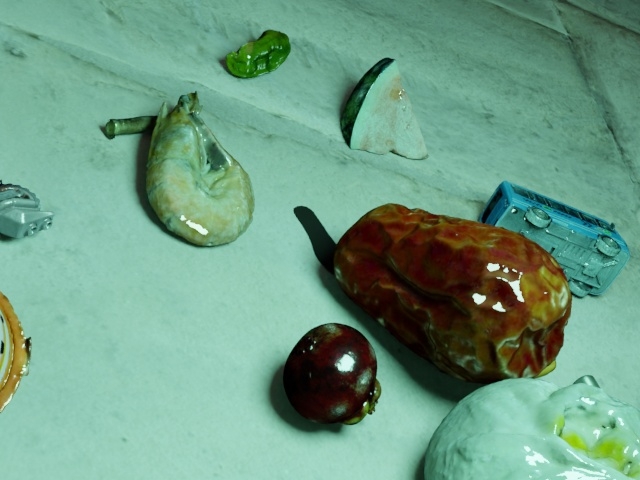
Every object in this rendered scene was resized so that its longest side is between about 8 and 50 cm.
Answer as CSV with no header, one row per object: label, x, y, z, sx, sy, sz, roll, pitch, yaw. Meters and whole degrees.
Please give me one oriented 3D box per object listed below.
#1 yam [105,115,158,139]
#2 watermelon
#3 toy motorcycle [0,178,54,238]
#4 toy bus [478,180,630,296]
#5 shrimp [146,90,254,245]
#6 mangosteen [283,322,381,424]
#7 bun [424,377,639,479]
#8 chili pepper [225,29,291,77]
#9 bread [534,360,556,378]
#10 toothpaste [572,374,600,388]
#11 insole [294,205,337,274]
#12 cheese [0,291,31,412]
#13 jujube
yam,-0.274,-0.176,1.478,0.027,0.033,0.129,25,23,33
watermelon,0.107,-0.228,1.802,0.207,0.136,0.202,-74,144,-80
toy motorcycle,-0.403,-0.014,1.141,0.122,0.080,0.215,41,32,14
toy bus,0.406,-0.005,1.683,0.246,0.114,0.134,20,31,-12
shrimp,-0.176,-0.114,1.435,0.168,0.077,0.317,21,43,-24
mangosteen,0.022,0.173,1.195,0.140,0.140,0.140,19,37,-15
bun,0.300,0.307,1.145,0.361,0.211,0.362,18,38,-14
chili pepper,-0.097,-0.355,1.778,0.073,0.072,0.204,34,36,8
bread,0.261,0.133,1.442,0.116,0.077,0.200,6,44,-32
toothpaste,0.436,0.302,1.398,0.062,0.039,0.239,12,41,-35
insole,0.000,0.000,1.479,0.053,0.002,0.153,-3,48,-38
cheese,-0.395,0.148,0.912,0.216,0.129,0.329,12,57,-16
jujube,0.172,0.059,1.330,0.342,0.216,0.216,25,28,35
